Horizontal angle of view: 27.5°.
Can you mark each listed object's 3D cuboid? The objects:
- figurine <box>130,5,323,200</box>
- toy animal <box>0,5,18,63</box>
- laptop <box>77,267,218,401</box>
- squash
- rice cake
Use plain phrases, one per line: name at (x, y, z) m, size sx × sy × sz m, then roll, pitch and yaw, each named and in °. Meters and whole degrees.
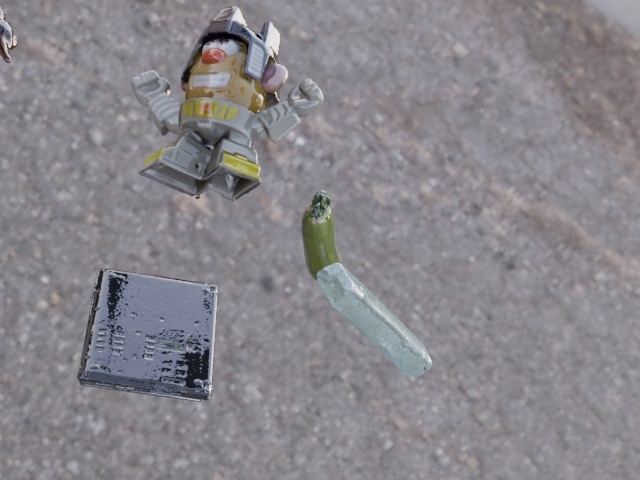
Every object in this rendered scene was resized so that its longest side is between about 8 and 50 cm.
figurine at (-0.148, -0.205, 1.971) m, size 0.308 × 0.143 × 0.308 m, roll 1°, pitch 64°, yaw -3°
toy animal at (-0.444, -0.337, 1.528) m, size 0.298 × 0.122 × 0.185 m, roll 55°, pitch 8°, yaw -25°
laptop at (-0.168, 0.090, 1.303) m, size 0.129 × 0.016 × 0.180 m, roll 9°, pitch 33°, yaw -9°
squash at (0.000, 0.000, 1.775) m, size 0.052 × 0.183 × 0.052 m, roll -3°, pitch 54°, yaw 4°
rice cake at (0.046, 0.066, 1.051) m, size 0.171 × 0.029 × 0.033 m, roll 47°, pitch 14°, yaw -50°
